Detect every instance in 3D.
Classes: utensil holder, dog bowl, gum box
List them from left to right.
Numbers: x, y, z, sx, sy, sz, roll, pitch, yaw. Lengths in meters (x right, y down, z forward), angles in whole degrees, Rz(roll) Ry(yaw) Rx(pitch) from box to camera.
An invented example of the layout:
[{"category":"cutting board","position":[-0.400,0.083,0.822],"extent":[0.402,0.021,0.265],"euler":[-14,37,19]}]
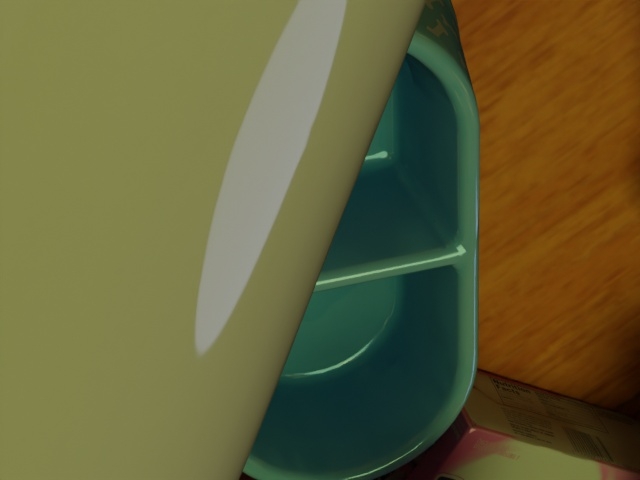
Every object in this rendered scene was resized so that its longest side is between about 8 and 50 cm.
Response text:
[{"category":"utensil holder","position":[-0.145,-0.047,0.496],"extent":[0.328,0.327,0.385],"euler":[6,125,-21]},{"category":"dog bowl","position":[0.000,0.000,0.724],"extent":[0.166,0.074,0.297],"euler":[-11,127,-10]},{"category":"gum box","position":[0.114,0.144,0.867],"extent":[0.188,0.062,0.107],"euler":[19,116,-28]}]
